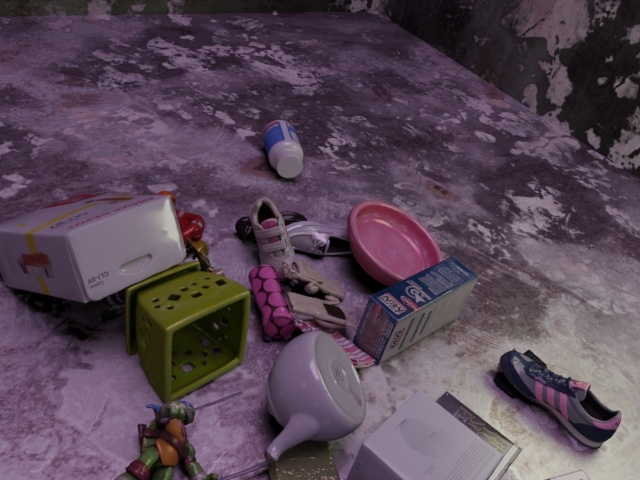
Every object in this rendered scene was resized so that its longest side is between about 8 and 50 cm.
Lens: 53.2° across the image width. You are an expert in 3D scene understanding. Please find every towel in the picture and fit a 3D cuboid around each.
[{"bbox_3d":[0.039,0.252,1.599,0.197,0.029,0.144,36,9,23],"label":"towel"},{"bbox_3d":[-0.038,0.471,1.341,0.148,0.027,0.110,2,38,-17],"label":"towel"}]

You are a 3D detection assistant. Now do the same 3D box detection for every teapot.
[{"bbox_3d":[-0.032,0.331,1.400,0.256,0.187,0.253,26,38,-59],"label":"teapot"}]

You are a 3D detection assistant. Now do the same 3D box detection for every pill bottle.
[{"bbox_3d":[-0.129,-0.319,2.247,0.124,0.124,0.221,3,38,-18],"label":"pill bottle"}]

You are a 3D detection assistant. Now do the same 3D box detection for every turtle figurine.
[{"bbox_3d":[-0.257,0.410,1.196,0.274,0.198,0.266,20,41,11],"label":"turtle figurine"}]

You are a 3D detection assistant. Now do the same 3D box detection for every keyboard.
[{"bbox_3d":[0.535,0.342,1.723,0.100,0.038,0.192,39,41,27],"label":"keyboard"}]

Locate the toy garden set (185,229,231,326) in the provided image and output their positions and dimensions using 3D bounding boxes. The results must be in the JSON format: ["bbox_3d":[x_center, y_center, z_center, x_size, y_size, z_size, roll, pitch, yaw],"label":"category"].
[{"bbox_3d":[-0.267,0.111,1.580,0.049,0.204,0.244,-24,49,-18],"label":"toy garden set"}]

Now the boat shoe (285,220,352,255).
[{"bbox_3d":[0.000,0.000,1.909,0.258,0.095,0.084,-3,37,-23],"label":"boat shoe"}]

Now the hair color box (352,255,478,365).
[{"bbox_3d":[0.258,0.181,1.709,0.347,0.174,0.105,-21,50,-40],"label":"hair color box"}]

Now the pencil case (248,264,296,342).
[{"bbox_3d":[-0.127,0.160,1.660,0.095,0.098,0.209,-32,43,10],"label":"pencil case"}]

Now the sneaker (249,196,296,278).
[{"bbox_3d":[-0.141,-0.012,1.796,0.103,0.111,0.252,-23,76,-7],"label":"sneaker"}]

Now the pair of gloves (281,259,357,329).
[{"bbox_3d":[-0.006,0.139,1.701,0.204,0.042,0.240,26,23,-22],"label":"pair of gloves"}]

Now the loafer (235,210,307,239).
[{"bbox_3d":[-0.142,-0.029,1.915,0.220,0.080,0.078,-7,46,-15],"label":"loafer"}]

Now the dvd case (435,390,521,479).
[{"bbox_3d":[0.343,0.467,1.502,0.221,0.018,0.164,37,41,25],"label":"dvd case"}]

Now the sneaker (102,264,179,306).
[{"bbox_3d":[-0.461,0.083,1.618,0.153,0.099,0.282,-11,16,7],"label":"sneaker"}]

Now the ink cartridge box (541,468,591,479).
[{"bbox_3d":[0.472,0.602,1.295,0.272,0.115,0.198,-4,41,-25],"label":"ink cartridge box"}]

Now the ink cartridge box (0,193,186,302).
[{"bbox_3d":[-0.546,0.003,1.493,0.384,0.160,0.279,4,23,40],"label":"ink cartridge box"}]

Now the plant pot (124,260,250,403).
[{"bbox_3d":[-0.314,0.187,1.446,0.207,0.228,0.227,33,39,32],"label":"plant pot"}]

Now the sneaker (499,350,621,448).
[{"bbox_3d":[0.610,0.372,1.617,0.319,0.131,0.112,39,43,17],"label":"sneaker"}]

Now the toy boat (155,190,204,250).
[{"bbox_3d":[-0.435,-0.070,1.780,0.231,0.151,0.151,19,35,4],"label":"toy boat"}]

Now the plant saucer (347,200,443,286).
[{"bbox_3d":[0.214,0.024,1.919,0.332,0.084,0.332,22,39,-20],"label":"plant saucer"}]

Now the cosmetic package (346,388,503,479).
[{"bbox_3d":[0.219,0.477,1.340,0.224,0.138,0.224,36,40,26],"label":"cosmetic package"}]
